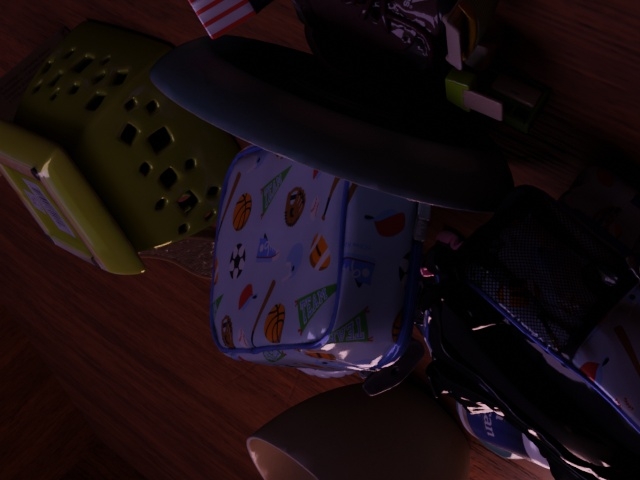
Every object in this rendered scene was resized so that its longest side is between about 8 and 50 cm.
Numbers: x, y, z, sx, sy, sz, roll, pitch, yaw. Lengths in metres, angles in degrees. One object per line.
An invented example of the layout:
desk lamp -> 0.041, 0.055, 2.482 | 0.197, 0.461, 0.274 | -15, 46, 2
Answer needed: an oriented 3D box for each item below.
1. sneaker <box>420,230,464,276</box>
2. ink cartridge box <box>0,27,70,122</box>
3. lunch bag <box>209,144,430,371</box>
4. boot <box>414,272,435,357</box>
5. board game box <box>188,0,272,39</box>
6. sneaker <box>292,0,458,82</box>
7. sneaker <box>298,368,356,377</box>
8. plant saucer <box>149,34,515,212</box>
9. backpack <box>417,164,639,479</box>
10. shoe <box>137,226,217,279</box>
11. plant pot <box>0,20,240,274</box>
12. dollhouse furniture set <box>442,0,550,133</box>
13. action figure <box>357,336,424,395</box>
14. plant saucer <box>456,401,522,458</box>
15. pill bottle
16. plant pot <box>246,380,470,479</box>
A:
sneaker -> 0.146, 0.045, 1.655 | 0.119, 0.057, 0.047 | 38, 159, 21
ink cartridge box -> -0.402, -0.152, 2.195 | 0.088, 0.234, 0.193 | 49, 161, -6
lunch bag -> 0.000, 0.000, 1.627 | 0.115, 0.243, 0.303 | 11, 170, -27
boot -> 0.142, 0.103, 1.797 | 0.086, 0.069, 0.190 | 37, 154, 54
board game box -> -0.089, -0.248, 1.387 | 0.147, 0.045, 0.193 | 59, -165, -8
sneaker -> 0.030, -0.221, 1.302 | 0.162, 0.106, 0.281 | 21, 160, 44
sneaker -> -0.036, 0.069, 2.043 | 0.281, 0.105, 0.115 | 31, 157, 42
plant saucer -> 0.017, -0.104, 1.392 | 0.317, 0.044, 0.317 | 20, -166, -5
backpack -> 0.221, 0.092, 1.339 | 0.263, 0.213, 0.276 | 47, 172, 16
shoe -> -0.176, -0.003, 2.162 | 0.076, 0.219, 0.058 | -58, 31, 38
plant pot -> -0.246, -0.099, 2.000 | 0.227, 0.207, 0.228 | 23, 150, 53
dollhouse furniture set -> 0.135, -0.139, 1.269 | 0.058, 0.076, 0.152 | 26, 158, 19
action figure -> 0.002, 0.052, 1.865 | 0.185, 0.099, 0.285 | 46, -175, -35
plant saucer -> 0.195, 0.212, 1.961 | 0.119, 0.021, 0.119 | 41, 162, 16
pill bottle -> 0.221, 0.174, 1.699 | 0.169, 0.094, 0.094 | 17, 146, 57
plant pot -> 0.075, 0.284, 2.113 | 0.284, 0.191, 0.284 | 42, 162, 17
